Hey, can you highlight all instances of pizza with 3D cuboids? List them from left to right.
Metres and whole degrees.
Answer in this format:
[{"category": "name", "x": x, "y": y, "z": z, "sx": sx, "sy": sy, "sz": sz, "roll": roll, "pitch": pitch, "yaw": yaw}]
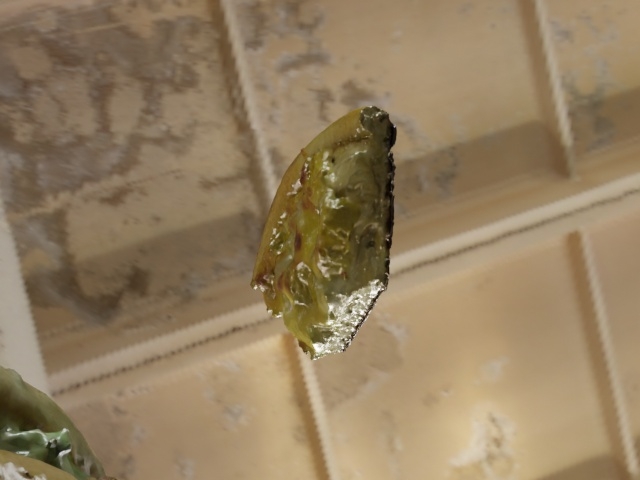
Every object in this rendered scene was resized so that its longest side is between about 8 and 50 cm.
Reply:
[{"category": "pizza", "x": -0.001, "y": 0.000, "z": 0.822, "sx": 0.035, "sy": 0.160, "sz": 0.099, "roll": 1, "pitch": -123, "yaw": -23}]

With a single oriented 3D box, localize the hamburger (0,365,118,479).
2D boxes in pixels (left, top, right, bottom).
[{"category": "hamburger", "x": -0.180, "y": 0.179, "z": 0.589, "sx": 0.318, "sy": 0.195, "sz": 0.277, "roll": 27, "pitch": -90, "yaw": -33}]
